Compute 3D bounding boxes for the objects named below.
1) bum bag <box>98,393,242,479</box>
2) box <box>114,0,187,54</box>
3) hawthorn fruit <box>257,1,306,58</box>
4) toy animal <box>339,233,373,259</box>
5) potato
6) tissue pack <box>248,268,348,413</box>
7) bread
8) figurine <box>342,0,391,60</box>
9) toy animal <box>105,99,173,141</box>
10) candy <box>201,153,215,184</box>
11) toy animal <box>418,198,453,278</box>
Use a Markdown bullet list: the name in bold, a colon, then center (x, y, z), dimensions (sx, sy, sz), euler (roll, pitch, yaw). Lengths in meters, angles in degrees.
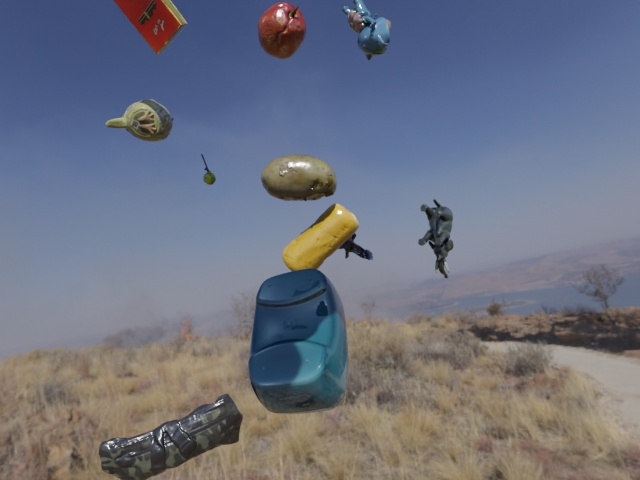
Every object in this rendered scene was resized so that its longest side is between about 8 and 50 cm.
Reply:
- **bum bag**: center (-0.357, 0.498, 0.984), dimensions (0.341, 0.143, 0.095), euler (-18, 14, -14)
- **box**: center (-0.323, -0.435, 0.747), dimensions (0.090, 0.133, 0.023), euler (-24, 22, 35)
- **hawthorn fruit**: center (-0.131, -0.774, 1.457), dimensions (0.179, 0.179, 0.200), euler (-5, -8, -36)
- **toy animal**: center (0.120, 0.024, 1.667), dimensions (0.220, 0.107, 0.062), euler (15, 33, 24)
- **potato**: center (-0.071, -0.213, 1.371), dimensions (0.263, 0.164, 0.165), euler (6, -11, -13)
- **tissue pack**: center (-0.039, 0.225, 0.867), dimensions (0.198, 0.287, 0.206), euler (-12, -45, 9)
- **bread**: center (0.000, 0.000, 1.450), dimensions (0.305, 0.142, 0.091), euler (-44, 11, 4)
- **figurine**: center (0.154, -0.652, 1.211), dimensions (0.144, 0.178, 0.114), euler (-41, 7, -33)
- **toy animal**: center (-0.408, -0.273, 0.915), dimensions (0.138, 0.098, 0.098), euler (-5, -8, -7)
- **candy**: center (-0.331, -0.207, 1.161), dimensions (0.035, 0.035, 0.123), euler (28, -28, 13)
- **toy animal**: center (0.385, -0.002, 1.312), dimensions (0.082, 0.269, 0.137), euler (-2, 1, 40)
